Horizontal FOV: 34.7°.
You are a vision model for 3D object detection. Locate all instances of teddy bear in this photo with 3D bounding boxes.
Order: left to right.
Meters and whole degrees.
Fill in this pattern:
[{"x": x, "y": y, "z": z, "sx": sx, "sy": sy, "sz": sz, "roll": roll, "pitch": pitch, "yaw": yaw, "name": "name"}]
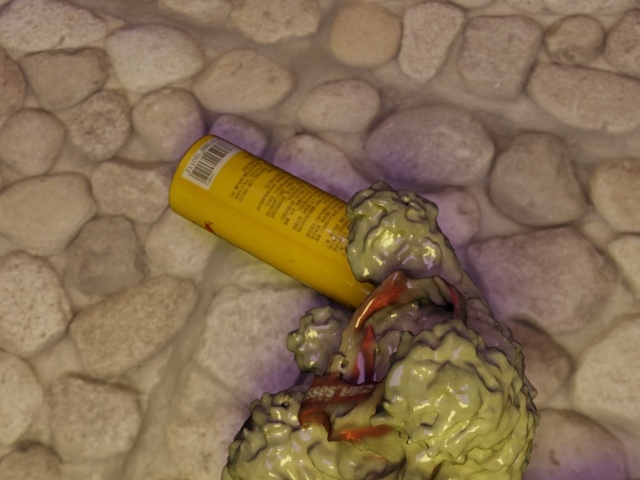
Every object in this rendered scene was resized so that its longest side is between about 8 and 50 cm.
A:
[{"x": 0.021, "y": 0.170, "z": 0.940, "sx": 0.367, "sy": 0.224, "sz": 0.357, "roll": -39, "pitch": 27, "yaw": 15, "name": "teddy bear"}]

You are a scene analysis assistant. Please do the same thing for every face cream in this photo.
[{"x": 0.000, "y": 0.000, "z": 1.138, "sx": 0.348, "sy": 0.105, "sz": 0.105, "roll": 28, "pitch": 71, "yaw": 16, "name": "face cream"}]
